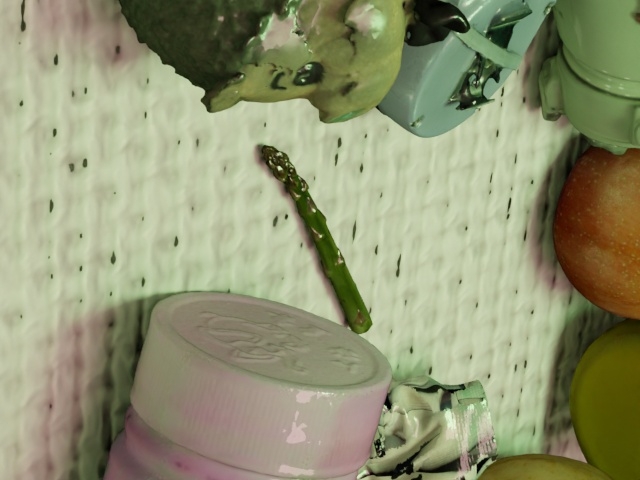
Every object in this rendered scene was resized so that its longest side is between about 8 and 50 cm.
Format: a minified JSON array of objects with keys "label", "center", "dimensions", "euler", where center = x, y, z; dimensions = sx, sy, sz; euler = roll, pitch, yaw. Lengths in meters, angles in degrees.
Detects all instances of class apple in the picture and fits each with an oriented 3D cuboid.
[{"label":"apple","center":[0.333,-0.015,1.895],"dimensions":[0.201,0.162,0.201],"euler":[-27,133,-33]}]

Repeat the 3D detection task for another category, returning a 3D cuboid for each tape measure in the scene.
[{"label":"tape measure","center":[0.113,-0.175,1.611],"dimensions":[0.182,0.107,0.181],"euler":[-27,148,-47]}]

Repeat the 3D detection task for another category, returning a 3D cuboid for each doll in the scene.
[{"label":"doll","center":[0.019,-0.235,1.418],"dimensions":[0.349,0.247,0.247],"euler":[-39,135,-9]}]

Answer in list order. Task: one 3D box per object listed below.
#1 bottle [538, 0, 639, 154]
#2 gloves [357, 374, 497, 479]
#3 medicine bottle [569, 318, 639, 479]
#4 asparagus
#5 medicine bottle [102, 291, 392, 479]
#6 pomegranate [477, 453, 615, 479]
[{"label":"bottle","center":[0.308,-0.225,1.723],"dimensions":[0.229,0.229,0.352],"euler":[-32,137,-28]},{"label":"gloves","center":[0.058,0.202,1.804],"dimensions":[0.212,0.111,0.127],"euler":[-14,131,-5]},{"label":"medicine bottle","center":[0.461,0.138,2.057],"dimensions":[0.384,0.224,0.224],"euler":[-23,127,-41]},{"label":"asparagus","center":[0.000,0.000,1.687],"dimensions":[0.024,0.025,0.248],"euler":[-14,135,13]},{"label":"medicine bottle","center":[-0.080,0.229,1.598],"dimensions":[0.212,0.212,0.325],"euler":[2,111,-45]},{"label":"pomegranate","center":[0.220,0.306,1.940],"dimensions":[0.207,0.207,0.207],"euler":[-22,126,-34]}]
